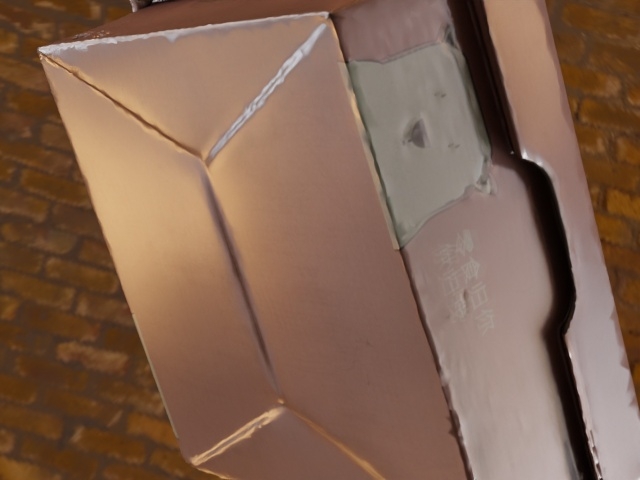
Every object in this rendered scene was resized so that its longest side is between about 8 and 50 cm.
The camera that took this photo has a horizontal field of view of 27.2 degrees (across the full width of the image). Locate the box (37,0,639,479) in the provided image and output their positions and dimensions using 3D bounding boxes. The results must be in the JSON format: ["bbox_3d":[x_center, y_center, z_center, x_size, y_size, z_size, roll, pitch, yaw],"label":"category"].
[{"bbox_3d":[0.000,0.000,0.514,0.215,0.086,0.215,6,-62,52],"label":"box"}]
